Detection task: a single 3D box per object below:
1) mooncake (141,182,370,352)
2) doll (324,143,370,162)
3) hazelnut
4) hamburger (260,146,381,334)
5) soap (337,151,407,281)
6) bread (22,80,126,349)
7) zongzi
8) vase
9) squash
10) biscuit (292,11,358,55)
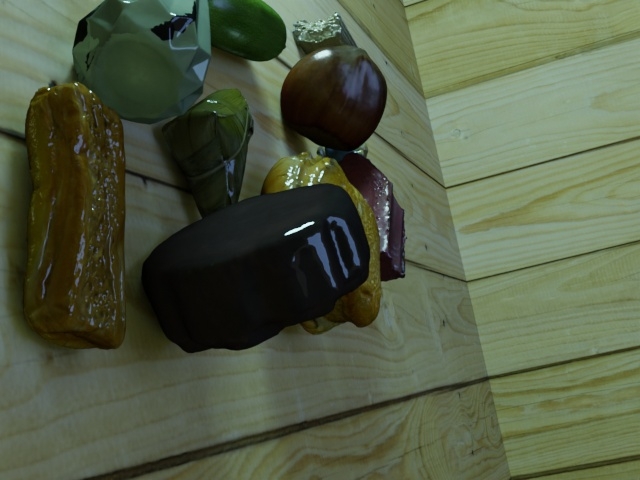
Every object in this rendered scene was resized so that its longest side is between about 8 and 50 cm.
[{"bbox_3d":[-0.074,0.038,1.178,0.283,0.282,0.141,-59,129,-68],"label":"mooncake"},{"bbox_3d":[0.057,-0.201,2.144,0.089,0.102,0.179,-54,152,-10],"label":"doll"},{"bbox_3d":[0.023,-0.284,1.901,0.186,0.210,0.210,-13,-88,65],"label":"hazelnut"},{"bbox_3d":[0.000,0.000,1.626,0.290,0.170,0.314,62,21,-45],"label":"hamburger"},{"bbox_3d":[0.073,-0.045,1.890,0.112,0.182,0.289,59,27,-45],"label":"soap"},{"bbox_3d":[-0.249,-0.023,0.993,0.139,0.077,0.271,46,35,-66],"label":"bread"},{"bbox_3d":[-0.138,-0.110,1.406,0.205,0.094,0.205,-62,139,-66],"label":"zongzi"},{"bbox_3d":[-0.207,-0.289,1.242,0.360,0.165,0.165,-87,157,-55],"label":"vase"},{"bbox_3d":[-0.132,-0.362,1.613,0.395,0.107,0.107,-4,80,-74],"label":"squash"},{"bbox_3d":[0.028,-0.425,2.180,0.239,0.108,0.062,47,39,-60],"label":"biscuit"}]
